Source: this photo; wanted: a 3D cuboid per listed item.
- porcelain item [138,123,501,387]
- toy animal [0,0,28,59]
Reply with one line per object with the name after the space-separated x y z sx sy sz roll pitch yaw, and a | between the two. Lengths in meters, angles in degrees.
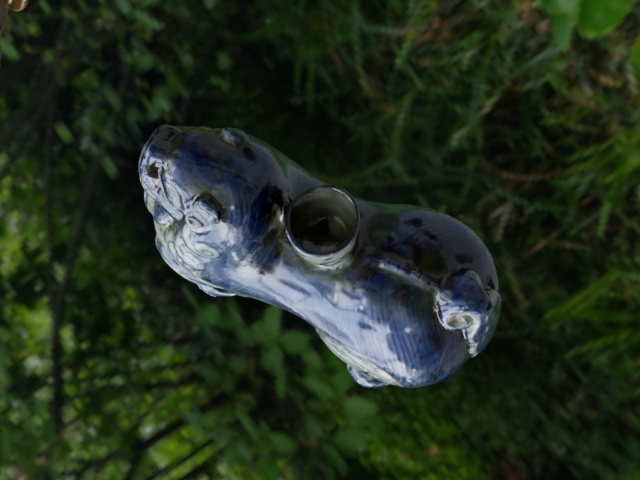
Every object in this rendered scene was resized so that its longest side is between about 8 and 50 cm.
0.000 0.000 1.094 0.288 0.138 0.186 27 166 10 | porcelain item
-0.285 -0.227 1.197 0.179 0.089 0.188 -9 98 68 | toy animal
